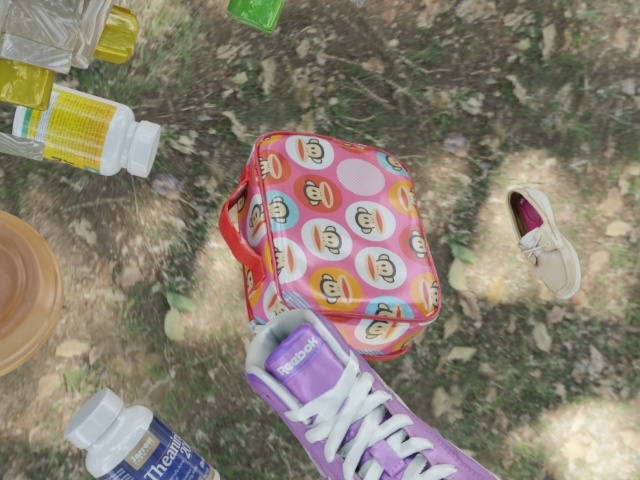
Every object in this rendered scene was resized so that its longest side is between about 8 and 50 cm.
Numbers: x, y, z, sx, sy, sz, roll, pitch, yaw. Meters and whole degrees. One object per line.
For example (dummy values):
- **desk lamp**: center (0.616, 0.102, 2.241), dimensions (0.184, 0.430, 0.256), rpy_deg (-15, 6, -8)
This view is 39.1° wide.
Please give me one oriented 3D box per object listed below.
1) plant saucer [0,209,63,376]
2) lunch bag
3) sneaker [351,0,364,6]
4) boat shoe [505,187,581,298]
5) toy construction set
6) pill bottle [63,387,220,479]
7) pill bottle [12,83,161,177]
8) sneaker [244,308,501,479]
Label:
- **plant saucer**: center (-0.365, 0.048, 0.913), dimensions (0.200, 0.037, 0.200), rpy_deg (6, 61, -10)
- **lunch bag**: center (0.000, 0.000, 1.120), dimensions (0.258, 0.120, 0.293), rpy_deg (8, 51, -21)
- **sneaker**: center (0.027, -0.406, 1.260), dimensions (0.121, 0.302, 0.108), rpy_deg (27, 104, -11)
- **boat shoe**: center (0.286, 0.001, 1.187), dimensions (0.059, 0.170, 0.063), rpy_deg (13, 135, -35)
- **toy construction set**: center (-0.221, -0.140, 0.536), dimensions (0.257, 0.309, 0.237), rpy_deg (23, 95, 26)
- **pill bottle**: center (-0.144, 0.175, 0.722), dimensions (0.067, 0.067, 0.120), rpy_deg (-45, 105, -4)
- **pill bottle**: center (-0.364, -0.170, 1.419), dimensions (0.208, 0.117, 0.118), rpy_deg (16, 93, -5)
- **sneaker**: center (0.030, 0.137, 0.584), dimensions (0.102, 0.282, 0.161), rpy_deg (-44, 123, -9)
